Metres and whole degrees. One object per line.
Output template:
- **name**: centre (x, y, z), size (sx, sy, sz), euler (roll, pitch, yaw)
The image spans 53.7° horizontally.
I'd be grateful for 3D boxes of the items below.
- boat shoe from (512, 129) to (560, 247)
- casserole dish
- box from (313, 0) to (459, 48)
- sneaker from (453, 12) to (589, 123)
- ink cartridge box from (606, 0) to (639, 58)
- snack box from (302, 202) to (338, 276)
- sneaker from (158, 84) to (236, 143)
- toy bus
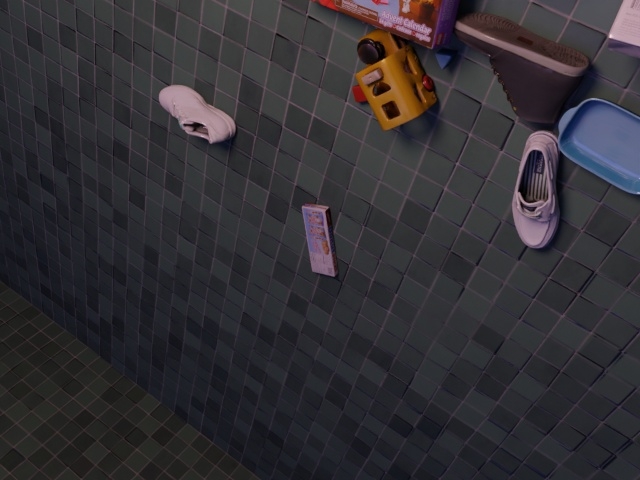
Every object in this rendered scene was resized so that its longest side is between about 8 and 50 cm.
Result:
- **boat shoe**: centre (0.365, -0.075, 1.091), size (0.083, 0.076, 0.226), euler (10, 125, 32)
- **casserole dish**: centre (0.467, -0.152, 0.989), size (0.188, 0.037, 0.114), euler (34, 135, 14)
- **box**: centre (0.096, -0.451, 1.003), size (0.293, 0.057, 0.201), euler (33, 132, 30)
- **sneaker**: centre (0.295, -0.271, 1.004), size (0.222, 0.083, 0.118), euler (32, 139, 19)
- **ink cartridge box**: centre (0.465, -0.332, 0.809), size (0.115, 0.067, 0.198), euler (25, 102, 21)
- **snack box**: centre (0.000, 0.000, 1.459), size (0.064, 0.022, 0.178), euler (13, 126, 31)
- **sneaker**: centre (-0.299, -0.284, 1.436), size (0.212, 0.094, 0.080), euler (29, 135, 18)
- **toy bus**: centre (0.114, -0.295, 1.107), size (0.202, 0.104, 0.191), euler (27, 132, 19)
